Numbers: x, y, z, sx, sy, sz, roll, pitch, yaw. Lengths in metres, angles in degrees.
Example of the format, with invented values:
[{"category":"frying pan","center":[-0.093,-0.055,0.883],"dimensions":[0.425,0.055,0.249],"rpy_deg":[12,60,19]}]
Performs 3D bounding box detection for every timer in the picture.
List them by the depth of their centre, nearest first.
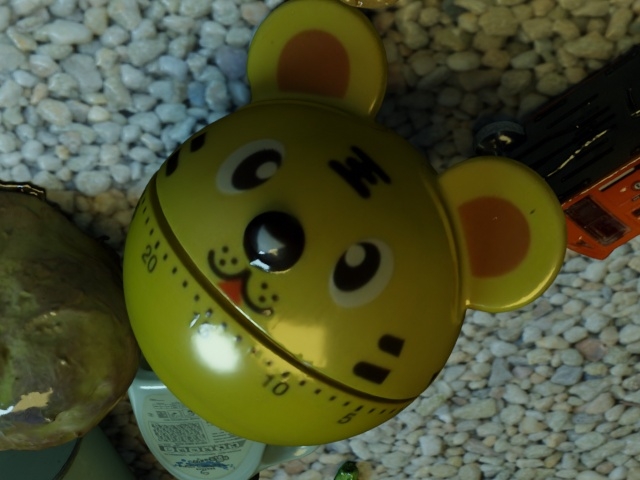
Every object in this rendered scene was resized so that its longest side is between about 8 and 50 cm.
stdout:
[{"category":"timer","center":[0.000,0.000,1.463],"dimensions":[0.376,0.376,0.387],"rpy_deg":[30,114,-27]}]

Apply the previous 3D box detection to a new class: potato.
[{"category":"potato","center":[-0.339,0.116,1.633],"dimensions":[0.289,0.237,0.301],"rpy_deg":[-29,128,26]}]

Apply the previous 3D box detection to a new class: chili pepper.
[{"category":"chili pepper","center":[0.038,0.323,1.994],"dimensions":[0.034,0.030,0.091],"rpy_deg":[-26,137,-11]}]

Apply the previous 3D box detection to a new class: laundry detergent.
[{"category":"laundry detergent","center":[-0.105,0.217,1.831],"dimensions":[0.215,0.105,0.280],"rpy_deg":[-12,132,8]}]

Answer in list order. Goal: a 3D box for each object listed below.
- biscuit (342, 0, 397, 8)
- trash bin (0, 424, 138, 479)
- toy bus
[{"category":"biscuit","center":[0.014,-0.307,1.358],"dimensions":[0.158,0.035,0.240],"rpy_deg":[-15,133,17]},{"category":"trash bin","center":[-0.319,0.396,1.894],"dimensions":[0.280,0.280,0.432],"rpy_deg":[-13,130,12]},{"category":"toy bus","center":[0.302,-0.089,1.507],"dimensions":[0.329,0.143,0.153],"rpy_deg":[-34,131,25]}]
